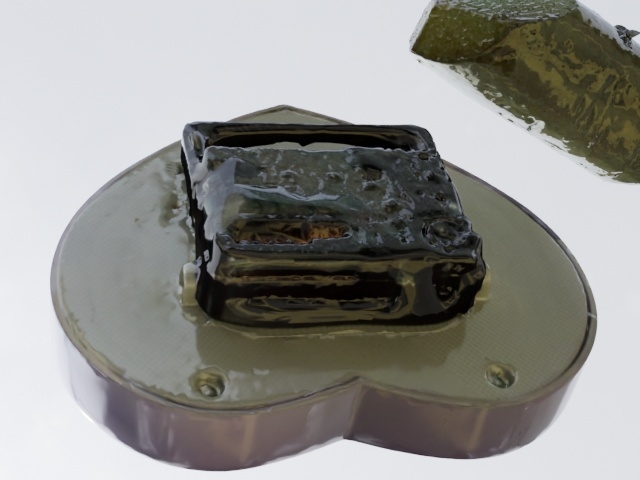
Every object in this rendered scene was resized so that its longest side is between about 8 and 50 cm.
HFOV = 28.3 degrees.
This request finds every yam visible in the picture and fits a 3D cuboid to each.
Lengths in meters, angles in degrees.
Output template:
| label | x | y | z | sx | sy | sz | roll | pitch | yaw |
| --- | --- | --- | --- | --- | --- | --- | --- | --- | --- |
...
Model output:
| label | x | y | z | sx | sy | sz | roll | pitch | yaw |
| --- | --- | --- | --- | --- | --- | --- | --- | --- | --- |
| yam | 0.113 | -0.079 | 0.592 | 0.146 | 0.070 | 0.070 | 29 | -85 | -24 |

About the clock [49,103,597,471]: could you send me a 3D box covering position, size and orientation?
| label | x | y | z | sx | sy | sz | roll | pitch | yaw |
| --- | --- | --- | --- | --- | --- | --- | --- | --- | --- |
| clock | 0.000 | 0.000 | 0.472 | 0.198 | 0.172 | 0.064 | 1 | -48 | -13 |
